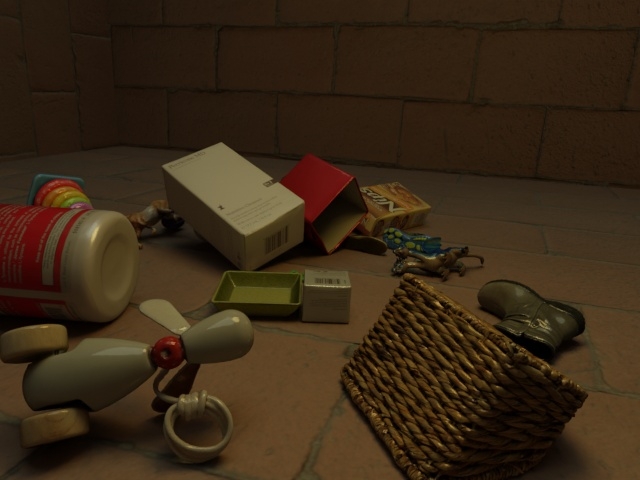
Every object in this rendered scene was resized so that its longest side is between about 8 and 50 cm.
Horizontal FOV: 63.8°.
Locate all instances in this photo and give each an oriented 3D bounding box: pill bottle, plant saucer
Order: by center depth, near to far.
[{"bbox_3d":[-0.609,0.040,1.053,0.409,0.228,0.229,4,17,4],"label":"pill bottle"},{"bbox_3d":[-0.136,0.123,1.160,0.189,0.045,0.188,2,17,-2],"label":"plant saucer"}]

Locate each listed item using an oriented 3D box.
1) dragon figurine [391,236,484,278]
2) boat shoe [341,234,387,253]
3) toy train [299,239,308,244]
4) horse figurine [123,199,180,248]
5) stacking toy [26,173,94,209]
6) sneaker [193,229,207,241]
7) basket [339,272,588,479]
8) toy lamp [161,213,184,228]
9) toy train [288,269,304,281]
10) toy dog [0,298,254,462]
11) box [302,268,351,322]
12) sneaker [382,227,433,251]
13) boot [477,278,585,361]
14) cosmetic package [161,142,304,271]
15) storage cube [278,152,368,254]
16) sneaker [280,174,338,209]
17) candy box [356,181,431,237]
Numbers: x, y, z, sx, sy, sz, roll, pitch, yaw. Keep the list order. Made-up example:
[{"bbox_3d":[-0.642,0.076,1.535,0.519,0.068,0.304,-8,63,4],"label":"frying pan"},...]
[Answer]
[{"bbox_3d":[0.326,0.042,1.422,0.289,0.085,0.144,-12,22,-37],"label":"dragon figurine"},{"bbox_3d":[0.140,0.005,1.573,0.152,0.056,0.049,12,24,29],"label":"boat shoe"},{"bbox_3d":[0.000,0.000,1.627,0.159,0.027,0.036,-1,6,-8],"label":"toy train"},{"bbox_3d":[-0.514,-0.071,1.597,0.263,0.066,0.175,-33,46,-28],"label":"horse figurine"},{"bbox_3d":[-0.781,-0.086,1.639,0.302,0.165,0.175,27,16,31],"label":"stacking toy"},{"bbox_3d":[-0.248,-0.082,1.636,0.322,0.126,0.127,-12,32,-17],"label":"sneaker"},{"bbox_3d":[0.206,0.224,0.788,0.214,0.222,0.299,31,3,-27],"label":"basket"},{"bbox_3d":[-0.491,-0.097,1.799,0.080,0.080,0.274,2,14,0],"label":"toy lamp"},{"bbox_3d":[-0.049,0.095,1.318,0.083,0.017,0.024,15,31,36],"label":"toy train"},{"bbox_3d":[-0.272,0.187,0.744,0.334,0.219,0.161,8,-16,-8],"label":"toy dog"},{"bbox_3d":[0.012,0.120,1.117,0.101,0.087,0.102,2,16,-2],"label":"box"},{"bbox_3d":[0.278,0.005,1.606,0.188,0.066,0.078,12,-2,34],"label":"sneaker"},{"bbox_3d":[0.399,0.158,1.067,0.161,0.083,0.247,-17,23,-34],"label":"boot"},{"bbox_3d":[-0.246,-0.102,1.441,0.385,0.156,0.217,36,52,29],"label":"cosmetic package"},{"bbox_3d":[-0.003,-0.110,1.530,0.193,0.183,0.215,33,74,33],"label":"storage cube"},{"bbox_3d":[-0.033,-0.155,1.741,0.319,0.112,0.131,18,26,32],"label":"sneaker"},{"bbox_3d":[0.225,-0.115,1.838,0.317,0.087,0.183,-13,44,-42],"label":"candy box"}]
